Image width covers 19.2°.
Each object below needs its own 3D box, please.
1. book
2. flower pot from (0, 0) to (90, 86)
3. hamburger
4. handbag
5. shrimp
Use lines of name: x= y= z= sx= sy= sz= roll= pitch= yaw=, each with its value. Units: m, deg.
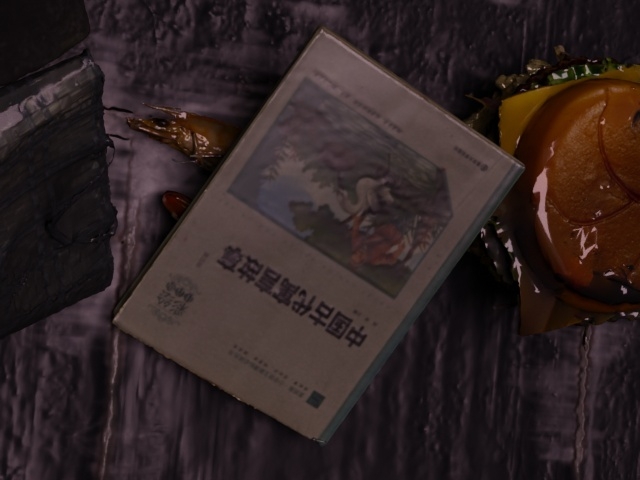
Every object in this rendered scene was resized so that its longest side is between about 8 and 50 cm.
book: x=0.000 y=0.000 z=1.480 sx=0.215 sy=0.025 sz=0.283 roll=32 pitch=97 yaw=-18
flower pot: x=-0.284 y=-0.246 z=1.253 sx=0.379 sy=0.379 sz=0.251 roll=-38 pitch=130 yaw=-22
hamburger: x=0.222 y=-0.036 z=1.599 sx=0.243 sy=0.138 sz=0.262 roll=-10 pitch=95 yaw=-26
handbag: x=-0.222 y=-0.016 z=1.330 sx=0.175 sy=0.270 sz=0.089 roll=-24 pitch=60 yaw=-22
shrimp: x=-0.094 y=-0.050 z=1.494 sx=0.162 sy=0.045 sz=0.095 roll=21 pitch=102 yaw=-32
